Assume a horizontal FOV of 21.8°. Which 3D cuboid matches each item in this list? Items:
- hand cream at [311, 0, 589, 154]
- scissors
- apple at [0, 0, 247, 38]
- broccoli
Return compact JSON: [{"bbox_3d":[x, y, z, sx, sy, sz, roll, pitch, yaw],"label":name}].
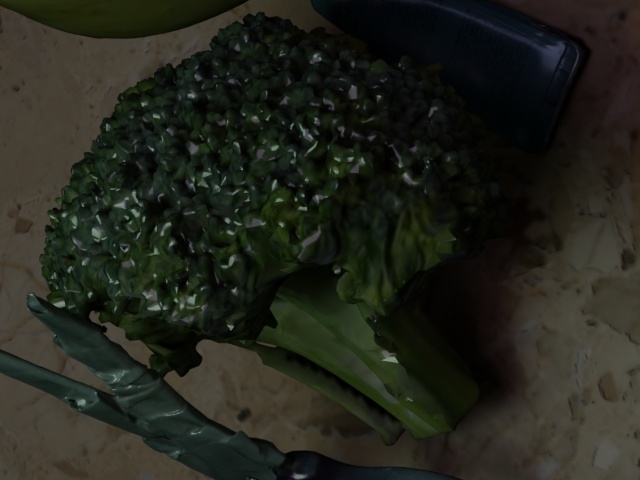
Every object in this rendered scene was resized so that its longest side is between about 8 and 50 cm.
[{"bbox_3d":[0.076,-0.141,1.120,0.224,0.048,0.083,34,116,29],"label":"hand cream"},{"bbox_3d":[-0.078,0.135,1.087,0.256,0.383,0.029,-22,46,43],"label":"scissors"},{"bbox_3d":[-0.125,-0.366,1.012,0.474,0.474,0.473,4,96,42],"label":"apple"},{"bbox_3d":[-0.006,-0.023,1.072,0.375,0.302,0.249,-19,57,53],"label":"broccoli"}]
